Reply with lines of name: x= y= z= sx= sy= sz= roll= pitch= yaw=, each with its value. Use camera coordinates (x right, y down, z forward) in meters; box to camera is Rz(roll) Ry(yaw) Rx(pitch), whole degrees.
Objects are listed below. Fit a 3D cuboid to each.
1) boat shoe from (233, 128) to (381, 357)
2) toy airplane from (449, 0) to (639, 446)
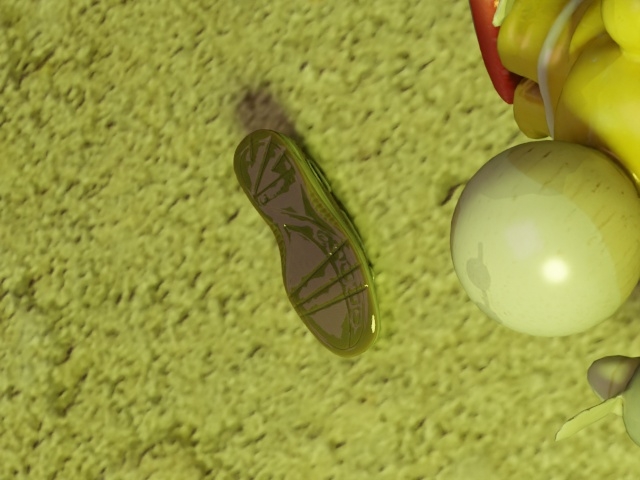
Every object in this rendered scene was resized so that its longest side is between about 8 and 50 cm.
boat shoe: x=-0.002 y=0.000 z=1.229 sx=0.056 sy=0.048 sz=0.153 roll=-35 pitch=76 yaw=21
toy airplane: x=0.192 y=-0.026 z=0.867 sx=0.386 sy=0.272 sz=0.384 roll=62 pitch=167 yaw=-1
